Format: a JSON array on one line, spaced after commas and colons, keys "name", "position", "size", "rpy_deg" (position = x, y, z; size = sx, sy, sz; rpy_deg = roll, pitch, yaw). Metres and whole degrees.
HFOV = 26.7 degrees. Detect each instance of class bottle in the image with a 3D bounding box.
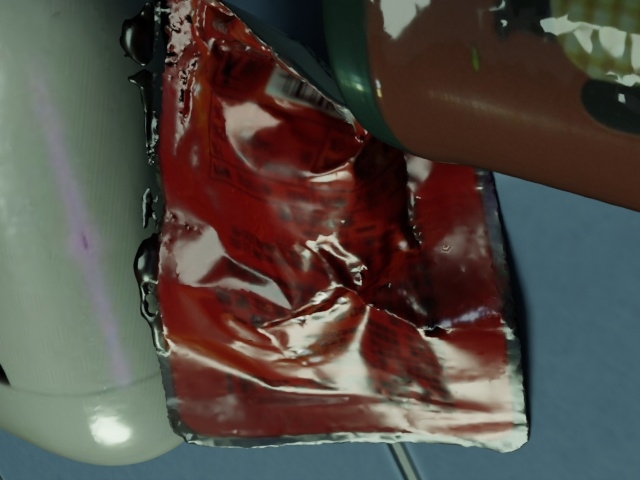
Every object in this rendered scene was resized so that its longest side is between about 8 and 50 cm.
[{"name": "bottle", "position": [0.172, -0.060, 0.401], "size": [0.336, 0.144, 0.144], "rpy_deg": [18, 130, 32]}]

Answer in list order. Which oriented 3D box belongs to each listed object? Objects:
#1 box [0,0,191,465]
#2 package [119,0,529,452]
[{"name": "box", "position": [-0.193, -0.045, 0.765], "size": [0.288, 0.141, 0.349], "rpy_deg": [15, 129, 36]}, {"name": "package", "position": [0.000, 0.000, 0.643], "size": [0.194, 0.071, 0.270], "rpy_deg": [6, 119, 18]}]
